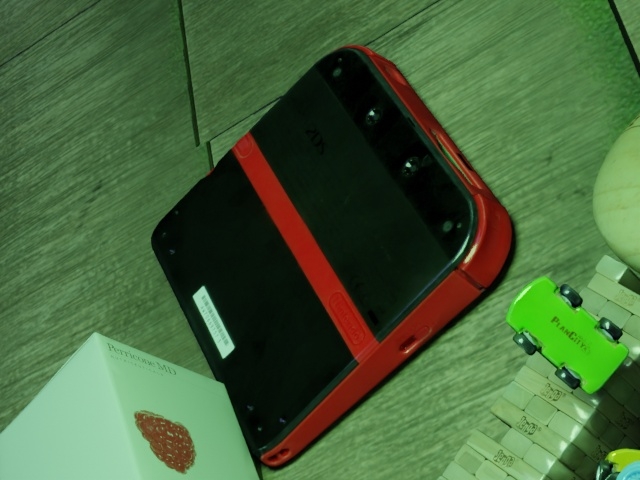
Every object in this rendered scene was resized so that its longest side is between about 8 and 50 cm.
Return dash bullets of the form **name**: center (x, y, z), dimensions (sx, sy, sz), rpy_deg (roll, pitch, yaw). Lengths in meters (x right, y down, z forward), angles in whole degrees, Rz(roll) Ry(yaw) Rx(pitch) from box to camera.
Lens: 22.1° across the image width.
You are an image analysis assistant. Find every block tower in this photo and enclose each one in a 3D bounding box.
- **block tower**: center (0.191, 0.180, 1.381), dimensions (0.335, 0.091, 0.097), rpy_deg (-54, 44, -4)

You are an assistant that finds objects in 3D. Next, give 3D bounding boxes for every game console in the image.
- **game console**: center (0.000, 0.000, 1.696), dimensions (0.342, 0.060, 0.386), rpy_deg (-45, 42, 13)

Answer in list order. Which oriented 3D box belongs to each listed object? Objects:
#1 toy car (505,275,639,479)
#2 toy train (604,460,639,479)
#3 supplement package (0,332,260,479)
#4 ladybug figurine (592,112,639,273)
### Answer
- **toy car**: center (0.241, 0.113, 1.294), dimensions (0.239, 0.225, 0.053), rpy_deg (-48, -1, 0)
- **toy train**: center (0.260, 0.227, 1.149), dimensions (0.184, 0.080, 0.105), rpy_deg (23, 83, 46)
- **supplement package**: center (-0.166, 0.264, 1.530), dimensions (0.175, 0.177, 0.293), rpy_deg (-46, 43, 20)
- **ladybug figurine**: center (0.392, -0.048, 1.262), dimensions (0.305, 0.162, 0.449), rpy_deg (-44, 19, -16)
